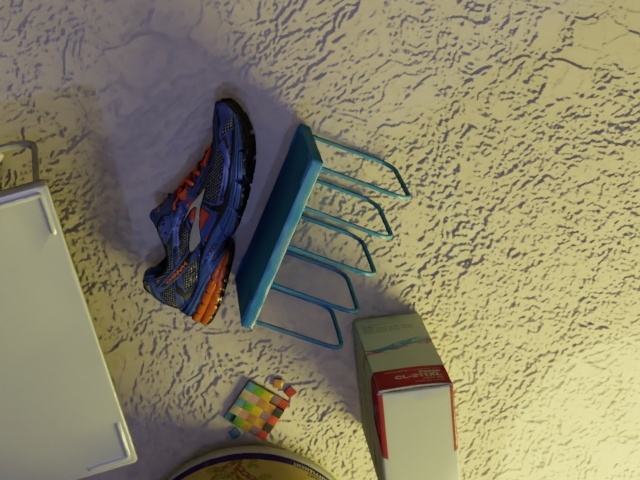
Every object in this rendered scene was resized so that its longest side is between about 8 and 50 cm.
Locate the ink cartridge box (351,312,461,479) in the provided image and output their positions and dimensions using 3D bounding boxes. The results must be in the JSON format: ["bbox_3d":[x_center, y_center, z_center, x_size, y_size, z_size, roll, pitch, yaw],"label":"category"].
[{"bbox_3d":[0.080,0.160,1.324,0.072,0.175,0.127,-8,110,-4],"label":"ink cartridge box"}]

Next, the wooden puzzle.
[{"bbox_3d":[-0.064,0.172,1.408,0.049,0.006,0.083,30,105,-13],"label":"wooden puzzle"}]

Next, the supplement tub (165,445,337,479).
[{"bbox_3d":[-0.066,0.366,1.302,0.241,0.331,0.241,-1,109,-3],"label":"supplement tub"}]

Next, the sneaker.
[{"bbox_3d":[-0.115,-0.028,1.300,0.087,0.083,0.221,14,105,-2],"label":"sneaker"}]

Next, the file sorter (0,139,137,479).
[{"bbox_3d":[-0.303,0.071,1.249,0.192,0.173,0.278,-17,116,-6],"label":"file sorter"}]

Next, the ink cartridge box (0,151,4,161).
[{"bbox_3d":[-0.437,-0.072,1.278,0.235,0.056,0.171,26,106,-25],"label":"ink cartridge box"}]

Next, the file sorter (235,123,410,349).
[{"bbox_3d":[0.000,0.000,1.295,0.104,0.118,0.170,20,107,-13],"label":"file sorter"}]
